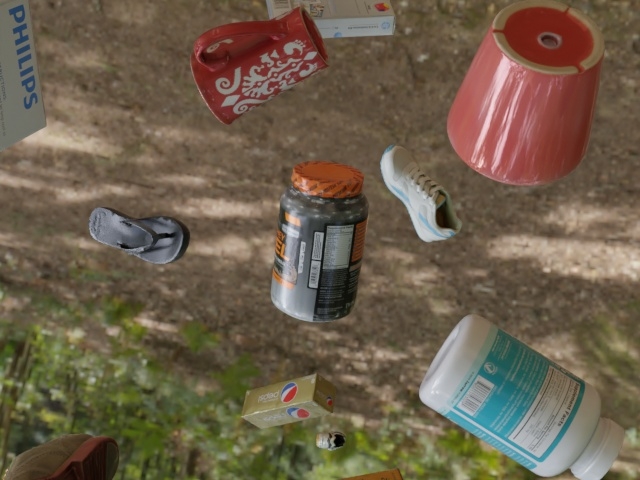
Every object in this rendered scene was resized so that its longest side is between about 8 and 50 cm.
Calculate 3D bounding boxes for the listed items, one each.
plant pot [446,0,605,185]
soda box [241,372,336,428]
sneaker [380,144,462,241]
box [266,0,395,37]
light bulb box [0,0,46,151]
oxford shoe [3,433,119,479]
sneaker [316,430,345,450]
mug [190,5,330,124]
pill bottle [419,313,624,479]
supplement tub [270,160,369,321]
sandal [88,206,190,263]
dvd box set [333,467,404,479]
[{"bbox_3d":[0.378,-0.274,1.717,0.275,0.275,0.243,10,143,2],"label":"plant pot"},{"bbox_3d":[-0.060,0.301,1.792,0.181,0.058,0.061,-20,136,35],"label":"soda box"},{"bbox_3d":[0.209,-0.102,1.970,0.092,0.087,0.228,-10,120,54],"label":"sneaker"},{"bbox_3d":[0.011,-0.371,1.501,0.186,0.145,0.038,-5,135,-7],"label":"box"},{"bbox_3d":[-0.649,-0.232,1.348,0.358,0.361,0.225,21,129,23],"label":"light bulb box"},{"bbox_3d":[-0.486,0.426,1.597,0.130,0.123,0.348,7,-164,25],"label":"oxford shoe"},{"bbox_3d":[0.026,0.323,1.539,0.037,0.031,0.083,-1,173,26],"label":"sneaker"},{"bbox_3d":[-0.084,-0.245,1.321,0.169,0.113,0.150,-23,-179,14],"label":"mug"},{"bbox_3d":[0.280,0.226,1.324,0.264,0.146,0.146,32,165,3],"label":"pill bottle"},{"bbox_3d":[0.000,0.000,2.221,0.207,0.338,0.207,6,-158,-2],"label":"supplement tub"},{"bbox_3d":[-0.372,-0.008,1.926,0.255,0.097,0.054,9,-173,29],"label":"sandal"},{"bbox_3d":[-0.060,0.577,1.822,0.421,0.062,0.307,-6,133,-17],"label":"dvd box set"}]
